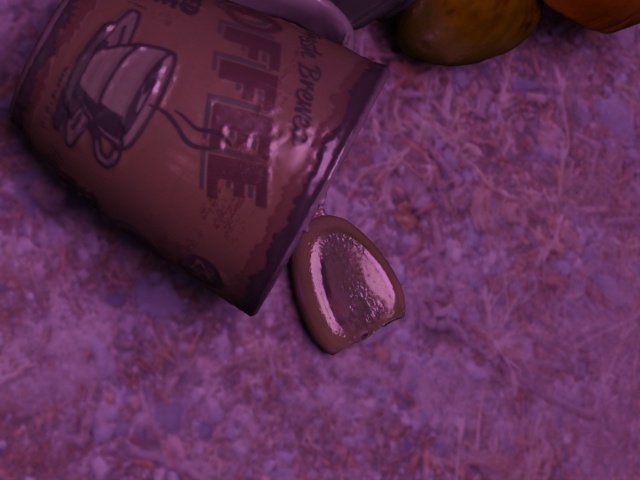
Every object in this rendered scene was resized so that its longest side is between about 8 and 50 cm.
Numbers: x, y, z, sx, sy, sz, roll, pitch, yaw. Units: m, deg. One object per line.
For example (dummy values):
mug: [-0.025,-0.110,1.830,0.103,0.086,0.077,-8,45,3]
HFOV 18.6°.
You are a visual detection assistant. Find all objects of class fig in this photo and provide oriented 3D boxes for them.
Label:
fig: [0.133,-0.226,1.743,0.153,0.121,0.136,-37,95,-28]

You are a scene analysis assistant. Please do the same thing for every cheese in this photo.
cheese: [0.000,0.000,1.692,0.097,0.037,0.192,-30,95,-27]

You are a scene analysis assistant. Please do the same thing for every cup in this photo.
cup: [-0.090,-0.125,1.580,0.257,0.227,0.301,31,49,-2]

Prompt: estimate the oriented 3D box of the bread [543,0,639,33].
bread: [0.245,-0.298,1.781,0.236,0.070,0.236,34,44,-40]

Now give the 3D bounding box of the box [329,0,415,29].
box: [-0.012,-0.305,1.671,0.243,0.163,0.135,28,62,-19]
